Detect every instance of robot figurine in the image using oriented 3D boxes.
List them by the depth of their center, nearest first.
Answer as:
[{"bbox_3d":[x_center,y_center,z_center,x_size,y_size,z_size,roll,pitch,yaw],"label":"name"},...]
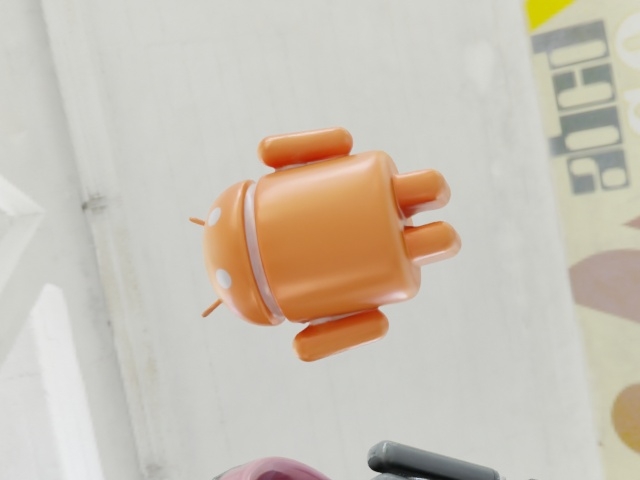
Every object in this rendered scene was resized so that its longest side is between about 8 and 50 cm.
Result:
[{"bbox_3d":[0.000,0.002,0.748,0.128,0.219,0.158,-83,-22,-57],"label":"robot figurine"}]

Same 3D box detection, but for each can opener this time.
[{"bbox_3d":[0.165,0.295,1.041,0.280,0.093,0.074,23,-130,-28],"label":"can opener"}]

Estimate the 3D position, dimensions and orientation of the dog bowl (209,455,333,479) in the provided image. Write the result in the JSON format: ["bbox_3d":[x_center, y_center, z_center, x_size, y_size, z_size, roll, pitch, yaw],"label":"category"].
[{"bbox_3d":[-0.015,0.408,0.972,0.408,0.150,0.408,45,-166,-14],"label":"dog bowl"}]
